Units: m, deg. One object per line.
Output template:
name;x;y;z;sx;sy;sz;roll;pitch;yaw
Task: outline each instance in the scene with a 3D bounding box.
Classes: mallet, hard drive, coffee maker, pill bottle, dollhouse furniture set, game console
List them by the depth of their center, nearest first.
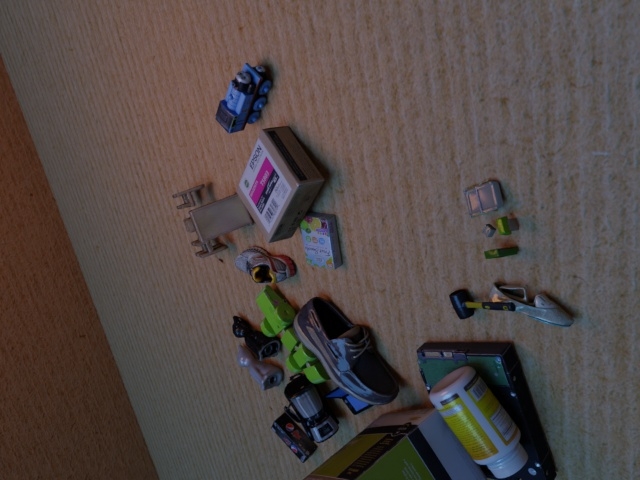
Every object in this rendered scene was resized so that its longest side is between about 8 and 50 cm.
dollhouse furniture set;0.343;-0.042;1.016;0.076;0.058;0.152;-22;76;55
mallet;0.337;0.143;1.065;0.062;0.039;0.189;67;161;-10
pill bottle;0.337;0.384;1.091;0.215;0.117;0.117;54;137;7
hard drive;0.376;0.395;1.192;0.236;0.064;0.339;-13;103;47
game console;0.082;0.468;1.509;0.107;0.071;0.122;52;138;9
dollhouse furniture set;-0.330;-0.072;1.596;0.242;0.160;0.212;7;118;66
coffee maker;-0.025;0.516;1.612;0.120;0.171;0.178;-27;98;11

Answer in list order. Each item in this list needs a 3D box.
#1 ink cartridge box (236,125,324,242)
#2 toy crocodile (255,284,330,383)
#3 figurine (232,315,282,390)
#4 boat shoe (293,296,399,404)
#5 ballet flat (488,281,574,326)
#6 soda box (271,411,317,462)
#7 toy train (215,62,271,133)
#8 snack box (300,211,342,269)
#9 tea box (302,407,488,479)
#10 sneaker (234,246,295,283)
ink cartridge box;-0.111;-0.140;1.325;0.193;0.088;0.235;55;139;22
toy crocodile;-0.079;0.283;1.552;0.341;0.105;0.115;52;134;15
figurine;-0.228;0.381;1.759;0.209;0.092;0.215;26;129;42
boat shoe;0.068;0.291;1.383;0.355;0.132;0.130;39;134;21
ballet flat;0.413;0.123;1.017;0.168;0.057;0.053;15;112;38
soda box;-0.093;0.690;1.806;0.169;0.060;0.053;41;133;21
toy train;-0.194;-0.357;1.298;0.080;0.105;0.184;47;136;14
snack box;0.000;0.000;1.356;0.100;0.037;0.141;10;117;42
tea box;0.163;0.596;1.256;0.220;0.323;0.329;58;154;8
sneaker;-0.183;0.076;1.534;0.225;0.092;0.088;6;116;42
